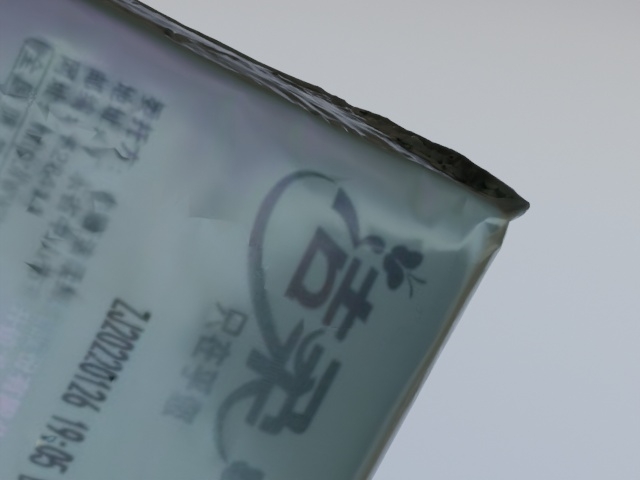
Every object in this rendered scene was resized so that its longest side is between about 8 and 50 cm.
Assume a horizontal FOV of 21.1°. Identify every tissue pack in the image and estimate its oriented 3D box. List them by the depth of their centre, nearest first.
[{"bbox_3d":[-0.173,0.077,0.653,0.332,0.405,0.205,24,-173,-28],"label":"tissue pack"}]
